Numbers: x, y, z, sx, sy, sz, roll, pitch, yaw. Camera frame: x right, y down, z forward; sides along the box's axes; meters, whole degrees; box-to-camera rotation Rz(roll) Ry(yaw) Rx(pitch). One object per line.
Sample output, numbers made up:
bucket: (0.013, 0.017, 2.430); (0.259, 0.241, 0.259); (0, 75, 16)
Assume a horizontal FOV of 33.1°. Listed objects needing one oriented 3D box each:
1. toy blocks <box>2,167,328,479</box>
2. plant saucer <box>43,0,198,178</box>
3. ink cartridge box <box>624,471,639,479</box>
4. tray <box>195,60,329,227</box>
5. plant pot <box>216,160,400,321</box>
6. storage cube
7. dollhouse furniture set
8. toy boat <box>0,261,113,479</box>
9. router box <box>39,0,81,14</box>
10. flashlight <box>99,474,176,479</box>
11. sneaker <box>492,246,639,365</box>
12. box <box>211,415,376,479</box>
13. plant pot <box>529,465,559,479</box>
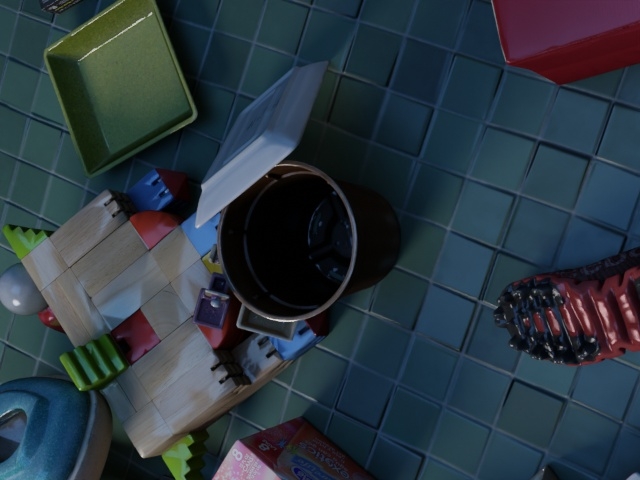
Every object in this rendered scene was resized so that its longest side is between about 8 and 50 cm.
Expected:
toy blocks: (-0.168, 0.062, 1.283); (0.261, 0.191, 0.381); (-39, 75, 11)
plant saucer: (-0.246, -0.198, 1.368); (0.188, 0.045, 0.188); (-26, 79, 25)
ink cartridge box: (0.294, 0.374, 1.055); (0.239, 0.060, 0.275); (43, 110, -1)
tray: (-0.065, -0.119, 1.166); (0.145, 0.270, 0.030); (-37, 107, 23)
plant pot: (0.000, 0.000, 1.180); (0.167, 0.165, 0.167); (0, 91, 27)
storage cube: (0.273, -0.267, 1.021); (0.193, 0.183, 0.215); (-13, 86, 28)
dollhouse furniture set: (-0.073, 0.060, 1.168); (0.114, 0.081, 0.091); (16, 82, -6)
toy boat: (-0.361, 0.187, 1.308); (0.267, 0.148, 0.318); (-16, 52, 35)
router box: (-0.324, -0.364, 1.407); (0.122, 0.038, 0.092); (-23, 82, 26)
flashlight: (-0.289, 0.318, 1.383); (0.304, 0.103, 0.103); (6, 120, 24)
sneaker: (0.301, 0.059, 1.067); (0.276, 0.135, 0.098); (-13, 98, 50)
box: (-0.079, 0.371, 1.238); (0.142, 0.154, 0.300); (37, 108, 21)
plant pot: (0.226, 0.318, 1.112); (0.096, 0.109, 0.109); (43, 110, 5)
